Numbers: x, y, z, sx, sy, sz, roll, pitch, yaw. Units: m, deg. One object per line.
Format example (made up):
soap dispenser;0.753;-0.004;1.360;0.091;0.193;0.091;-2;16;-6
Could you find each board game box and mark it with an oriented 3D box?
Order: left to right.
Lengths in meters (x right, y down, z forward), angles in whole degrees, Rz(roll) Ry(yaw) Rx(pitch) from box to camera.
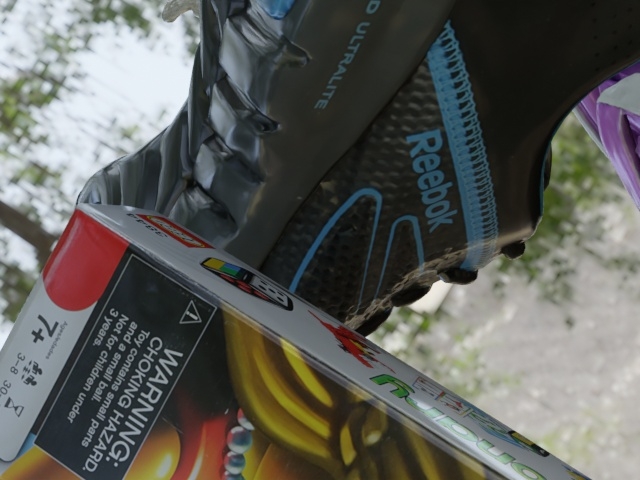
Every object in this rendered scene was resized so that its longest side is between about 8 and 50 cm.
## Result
board game box;-0.046;0.169;0.425;0.305;0.193;0.053;-62;-19;8

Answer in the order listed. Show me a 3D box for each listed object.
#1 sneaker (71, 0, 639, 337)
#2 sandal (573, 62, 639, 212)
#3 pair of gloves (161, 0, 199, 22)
sneaker;0.000;0.000;0.572;0.140;0.125;0.341;10;-38;-22
sandal;0.253;-0.025;1.016;0.102;0.416;0.169;-30;-10;-43
pair of gloves;0.032;-0.187;1.006;0.240;0.204;0.042;-55;-49;-36
